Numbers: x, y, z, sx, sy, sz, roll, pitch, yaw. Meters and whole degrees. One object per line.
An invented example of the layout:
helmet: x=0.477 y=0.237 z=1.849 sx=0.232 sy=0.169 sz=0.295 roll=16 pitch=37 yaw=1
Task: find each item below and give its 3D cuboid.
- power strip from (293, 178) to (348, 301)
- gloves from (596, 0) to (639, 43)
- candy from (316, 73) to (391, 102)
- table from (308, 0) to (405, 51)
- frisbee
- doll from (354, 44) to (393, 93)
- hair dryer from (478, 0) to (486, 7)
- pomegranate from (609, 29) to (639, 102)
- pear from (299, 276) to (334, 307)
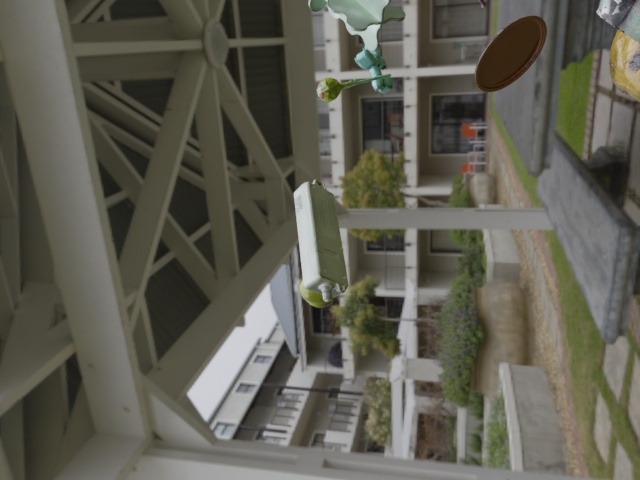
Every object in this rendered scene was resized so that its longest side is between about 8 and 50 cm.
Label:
power strip: x=0.000 y=0.000 z=1.269 sx=0.098 sy=0.058 sz=0.338 roll=23 pitch=-136 yaw=-35
gloves: x=0.445 y=-0.359 z=0.672 sx=0.111 sy=0.127 sz=0.212 roll=-16 pitch=-32 yaw=-46
candy: x=0.085 y=-0.390 z=1.361 sx=0.062 sy=0.194 sz=0.058 roll=137 pitch=118 yaw=-82
table: x=0.087 y=-0.559 z=1.282 sx=0.198 sy=0.166 sz=0.166 roll=51 pitch=175 yaw=25
frisbee: x=0.558 y=-0.547 z=1.608 sx=0.021 sy=0.251 sz=0.250 roll=56 pitch=174 yaw=30
doll: x=0.177 y=-0.543 z=1.733 sx=0.158 sy=0.059 sz=0.159 roll=48 pitch=-140 yaw=-25
hair dryer: x=0.491 y=-0.820 z=1.770 sx=0.154 sy=0.106 sz=0.054 roll=42 pitch=-168 yaw=-20
pomegranate: x=0.789 y=-0.418 z=1.222 sx=0.260 sy=0.261 sz=0.260 roll=1 pitch=-90 yaw=-77
pear: x=-0.004 y=0.119 z=1.331 sx=0.092 sy=0.097 sz=0.092 roll=-40 pitch=-21 yaw=-19
